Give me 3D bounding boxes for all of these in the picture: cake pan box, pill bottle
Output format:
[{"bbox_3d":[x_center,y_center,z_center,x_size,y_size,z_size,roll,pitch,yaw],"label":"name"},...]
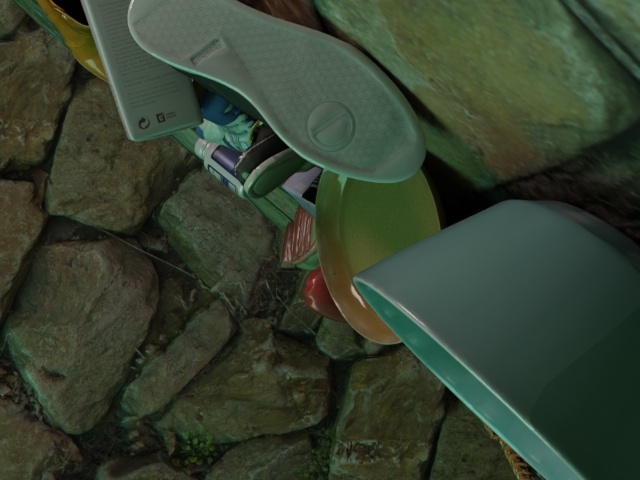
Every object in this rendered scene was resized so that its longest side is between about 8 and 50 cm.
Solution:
[{"bbox_3d":[0.079,-0.009,1.256,0.267,0.070,0.246,44,172,-34],"label":"cake pan box"},{"bbox_3d":[-0.205,-0.178,1.723,0.169,0.094,0.094,39,175,19],"label":"pill bottle"}]

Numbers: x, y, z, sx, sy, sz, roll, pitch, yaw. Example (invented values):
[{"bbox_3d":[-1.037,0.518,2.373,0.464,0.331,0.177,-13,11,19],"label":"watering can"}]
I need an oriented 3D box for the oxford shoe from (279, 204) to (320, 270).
[{"bbox_3d":[0.000,0.000,1.787,0.147,0.140,0.397,10,174,-9],"label":"oxford shoe"}]

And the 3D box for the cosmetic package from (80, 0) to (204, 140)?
[{"bbox_3d":[-0.202,-0.226,0.808,0.117,0.086,0.231,-153,47,-71],"label":"cosmetic package"}]

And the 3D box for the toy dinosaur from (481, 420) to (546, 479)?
[{"bbox_3d":[0.326,0.295,1.231,0.218,0.322,0.164,39,136,-4],"label":"toy dinosaur"}]

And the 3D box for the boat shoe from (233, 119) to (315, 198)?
[{"bbox_3d":[-0.041,-0.106,0.817,0.068,0.081,0.228,49,-154,2],"label":"boat shoe"}]

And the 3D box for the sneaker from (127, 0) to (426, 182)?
[{"bbox_3d":[-0.026,-0.152,0.718,0.296,0.104,0.147,30,-169,6],"label":"sneaker"}]

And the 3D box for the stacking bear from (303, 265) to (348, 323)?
[{"bbox_3d":[0.127,0.046,0.931,0.164,0.175,0.289,25,173,-24],"label":"stacking bear"}]

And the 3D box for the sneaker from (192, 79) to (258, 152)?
[{"bbox_3d":[-0.096,-0.183,0.994,0.131,0.111,0.296,23,176,-1],"label":"sneaker"}]

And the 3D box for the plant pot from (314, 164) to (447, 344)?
[{"bbox_3d":[0.067,-0.004,0.834,0.032,0.236,0.236,-8,-155,-30],"label":"plant pot"}]

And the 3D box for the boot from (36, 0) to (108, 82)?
[{"bbox_3d":[-0.459,-0.415,1.495,0.295,0.104,0.211,48,173,-26],"label":"boot"}]

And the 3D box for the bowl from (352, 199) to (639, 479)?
[{"bbox_3d":[0.192,0.084,0.620,0.311,0.163,0.311,44,176,3],"label":"bowl"}]
